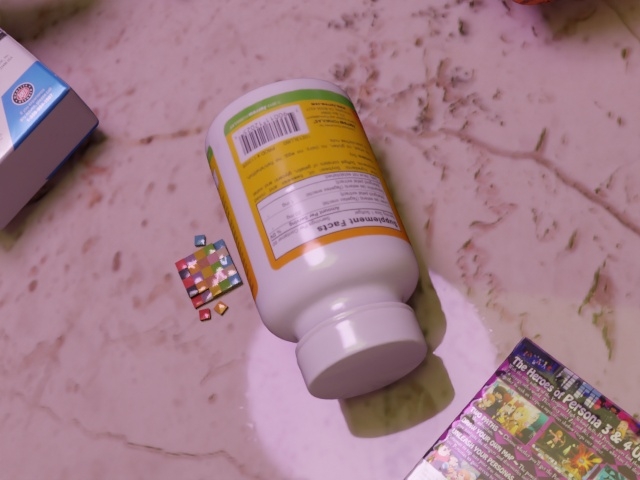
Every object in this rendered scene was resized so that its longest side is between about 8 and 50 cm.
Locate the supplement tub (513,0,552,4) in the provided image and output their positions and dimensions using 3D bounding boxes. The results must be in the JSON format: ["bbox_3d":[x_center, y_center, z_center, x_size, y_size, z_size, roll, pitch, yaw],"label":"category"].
[{"bbox_3d":[0.169,-0.391,1.062,0.207,0.207,0.338,-24,81,5],"label":"supplement tub"}]

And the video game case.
[{"bbox_3d":[0.179,0.221,0.917,0.232,0.042,0.210,37,82,26],"label":"video game case"}]

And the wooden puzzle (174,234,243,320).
[{"bbox_3d":[-0.101,0.030,1.098,0.049,0.006,0.083,-29,63,3],"label":"wooden puzzle"}]

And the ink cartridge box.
[{"bbox_3d":[-0.338,-0.132,1.159,0.203,0.086,0.148,40,84,20],"label":"ink cartridge box"}]

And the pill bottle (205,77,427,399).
[{"bbox_3d":[0.000,0.000,1.009,0.136,0.136,0.245,-23,64,6],"label":"pill bottle"}]
